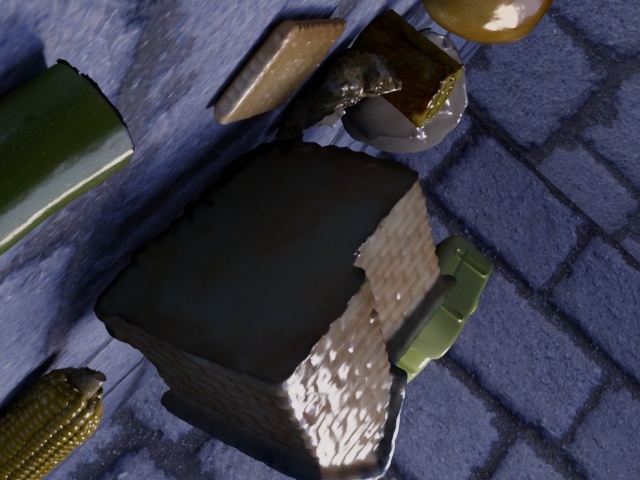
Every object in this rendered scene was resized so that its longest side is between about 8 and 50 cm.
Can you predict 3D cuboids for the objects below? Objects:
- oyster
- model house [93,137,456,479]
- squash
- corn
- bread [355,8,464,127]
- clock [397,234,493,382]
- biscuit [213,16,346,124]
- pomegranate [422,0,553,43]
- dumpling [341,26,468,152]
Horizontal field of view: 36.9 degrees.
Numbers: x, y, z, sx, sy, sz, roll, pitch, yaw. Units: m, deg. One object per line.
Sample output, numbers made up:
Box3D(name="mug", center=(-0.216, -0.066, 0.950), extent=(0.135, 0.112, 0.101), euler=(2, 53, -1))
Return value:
Box3D(name="oyster", center=(0.020, -0.240, 1.599), extent=(0.233, 0.107, 0.161), euler=(-28, -167, 30))
Box3D(name="model house", center=(-0.031, 0.133, 1.501), extent=(0.445, 0.395, 0.400), euler=(-51, 137, -30))
Box3D(name="squash", center=(-0.232, -0.039, 0.673), extent=(0.188, 0.095, 0.095), euler=(-40, 175, -23))
Box3D(name="corn", center=(-0.481, 0.332, 1.571), extent=(0.347, 0.130, 0.130), euler=(-43, 178, 9))
Box3D(name="bread", center=(0.142, -0.291, 1.636), extent=(0.103, 0.172, 0.132), euler=(-39, 165, -34))
Box3D(name="clock", center=(0.167, 0.164, 1.838), extent=(0.348, 0.117, 0.286), euler=(-48, -177, 47))
Box3D(name="biscuit", center=(-0.049, -0.227, 1.248), extent=(0.160, 0.030, 0.250), euler=(-49, 177, 22))
Box3D(name="pomegranate", center=(0.269, -0.413, 1.498), extent=(0.233, 0.233, 0.233), euler=(-47, 177, -3))
Box3D(name="dumpling", center=(0.157, -0.276, 1.876), extent=(0.293, 0.204, 0.163), euler=(-39, 170, 32))
